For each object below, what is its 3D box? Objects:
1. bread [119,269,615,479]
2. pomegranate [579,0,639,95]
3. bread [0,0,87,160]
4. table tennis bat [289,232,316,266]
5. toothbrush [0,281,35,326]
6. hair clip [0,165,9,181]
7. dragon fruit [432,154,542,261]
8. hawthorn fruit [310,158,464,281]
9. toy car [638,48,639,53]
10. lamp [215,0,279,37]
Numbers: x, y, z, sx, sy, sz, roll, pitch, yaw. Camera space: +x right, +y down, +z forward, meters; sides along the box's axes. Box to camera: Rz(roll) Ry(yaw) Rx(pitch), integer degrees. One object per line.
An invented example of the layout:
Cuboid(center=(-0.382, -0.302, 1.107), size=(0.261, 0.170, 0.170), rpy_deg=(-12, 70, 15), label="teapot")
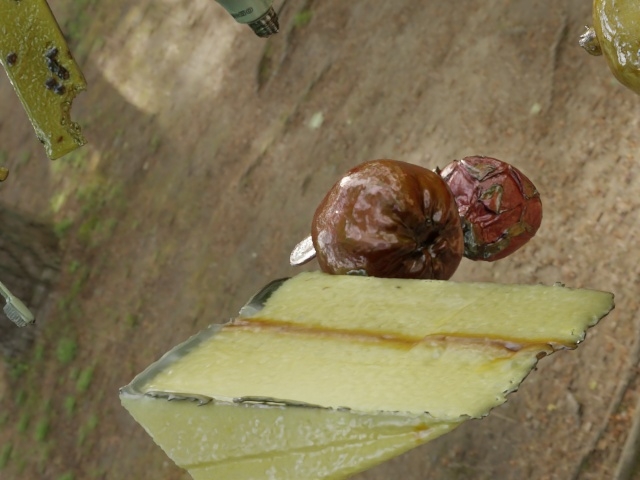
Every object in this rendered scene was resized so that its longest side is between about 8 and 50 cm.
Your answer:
Cuboid(center=(0.061, 0.113, 1.176), size=(0.405, 0.242, 0.346), rpy_deg=(-33, 2, 32), label="bread")
Cuboid(center=(0.627, -0.390, 1.891), size=(0.342, 0.342, 0.342), rpy_deg=(-42, 35, 39), label="pomegranate")
Cuboid(center=(-0.346, -0.214, 1.308), size=(0.088, 0.226, 0.049), rpy_deg=(-27, 17, -6), label="bread")
Cuboid(center=(0.000, 0.000, 2.092), size=(0.155, 0.019, 0.098), rpy_deg=(-34, 25, 18), label="table tennis bat")
Cuboid(center=(-0.531, 0.019, 1.580), size=(0.028, 0.294, 0.026), rpy_deg=(-41, 0, 16), label="toothbrush")
Cuboid(center=(-0.564, -0.126, 1.581), size=(0.062, 0.214, 0.056), rpy_deg=(-60, 32, 15), label="hair clip")
Cuboid(center=(0.279, -0.031, 1.927), size=(0.218, 0.224, 0.148), rpy_deg=(102, -165, -47), label="dragon fruit")
Cuboid(center=(0.080, -0.007, 1.538), size=(0.261, 0.224, 0.224), rpy_deg=(4, 72, 60), label="hawthorn fruit")
Cuboid(center=(0.437, -0.188, 1.145), size=(0.098, 0.161, 0.126), rpy_deg=(-53, 0, 7), label="toy car")
Cuboid(center=(-0.165, -0.506, 1.952), size=(0.182, 0.314, 0.182), rpy_deg=(-39, 23, 20), label="lamp")
